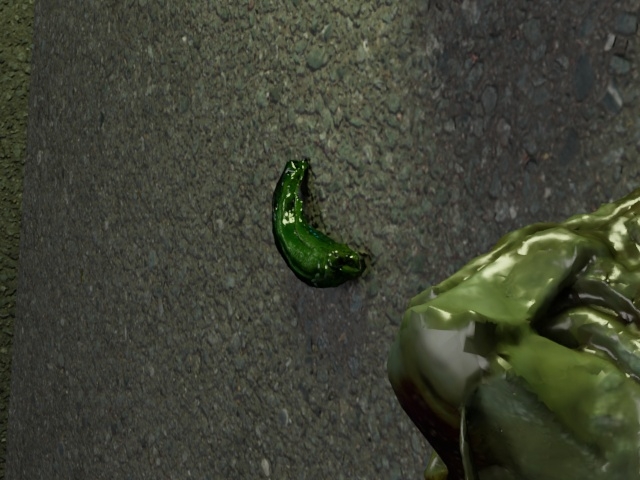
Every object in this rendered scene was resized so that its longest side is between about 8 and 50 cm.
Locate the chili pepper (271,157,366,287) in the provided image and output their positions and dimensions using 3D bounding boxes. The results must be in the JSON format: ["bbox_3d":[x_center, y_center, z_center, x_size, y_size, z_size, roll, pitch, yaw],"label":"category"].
[{"bbox_3d":[0.000,0.001,1.552,0.279,0.065,0.122,52,136,49],"label":"chili pepper"}]

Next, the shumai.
[{"bbox_3d":[0.223,0.113,0.907,0.395,0.348,0.395,-177,90,-78],"label":"shumai"}]
